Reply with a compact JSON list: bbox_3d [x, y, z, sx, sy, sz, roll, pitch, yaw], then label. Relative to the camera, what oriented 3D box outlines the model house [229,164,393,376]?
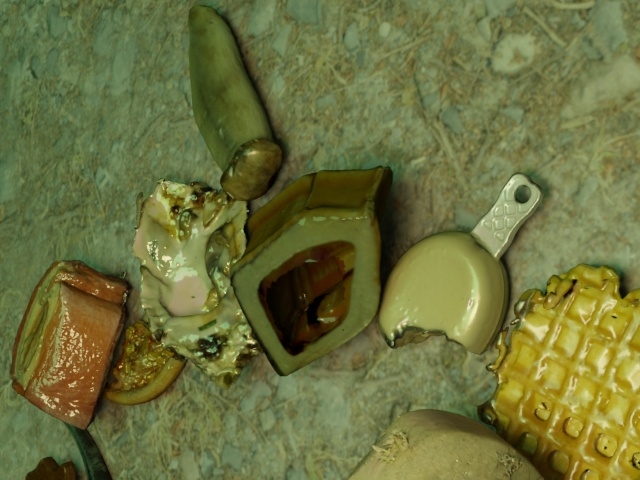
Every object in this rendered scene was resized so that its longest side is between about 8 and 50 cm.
[{"bbox_3d":[0.011,-0.001,1.524,0.268,0.173,0.239,-34,21,31],"label":"model house"}]

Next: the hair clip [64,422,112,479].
[{"bbox_3d":[-0.357,0.340,1.852,0.070,0.039,0.229,-53,48,27],"label":"hair clip"}]

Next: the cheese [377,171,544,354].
[{"bbox_3d":[0.163,0.025,1.433,0.163,0.071,0.249,23,97,40],"label":"cheese"}]

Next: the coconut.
[{"bbox_3d":[0.127,0.289,1.269,0.234,0.224,0.224,-151,77,-69],"label":"coconut"}]

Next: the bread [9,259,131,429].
[{"bbox_3d":[-0.387,0.148,1.843,0.190,0.123,0.244,10,81,62],"label":"bread"}]

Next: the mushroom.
[{"bbox_3d":[-0.137,-0.199,1.731,0.107,0.087,0.333,-40,54,23],"label":"mushroom"}]

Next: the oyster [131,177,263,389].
[{"bbox_3d":[-0.166,0.061,1.706,0.201,0.107,0.354,-21,55,15],"label":"oyster"}]

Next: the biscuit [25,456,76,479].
[{"bbox_3d":[-0.412,0.429,1.861,0.182,0.034,0.215,44,122,38],"label":"biscuit"}]

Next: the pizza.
[{"bbox_3d":[-0.269,0.180,1.798,0.178,0.041,0.131,-13,72,39],"label":"pizza"}]

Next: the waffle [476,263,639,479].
[{"bbox_3d":[0.280,0.173,1.309,0.262,0.060,0.280,-30,67,31],"label":"waffle"}]
